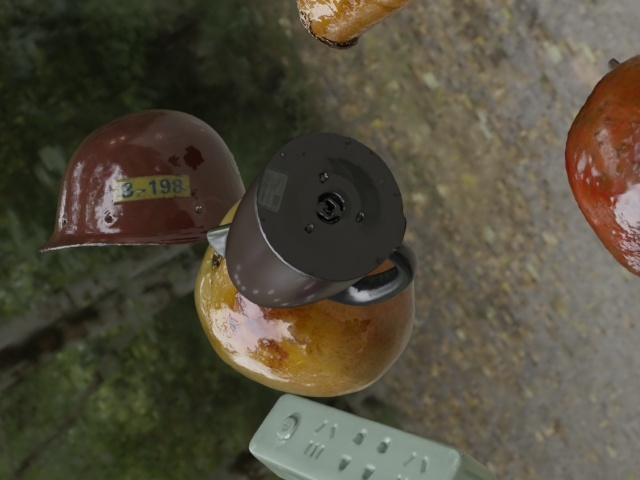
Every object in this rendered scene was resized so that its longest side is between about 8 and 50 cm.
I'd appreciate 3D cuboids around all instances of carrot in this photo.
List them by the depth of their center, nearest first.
[{"bbox_3d":[0.086,-0.430,2.187,0.196,0.196,0.254,57,146,0],"label":"carrot"}]

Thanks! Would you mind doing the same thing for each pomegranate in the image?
[{"bbox_3d":[-0.010,0.073,1.895,0.319,0.319,0.319,52,164,21],"label":"pomegranate"}]

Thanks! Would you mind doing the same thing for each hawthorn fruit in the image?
[{"bbox_3d":[0.329,-0.084,1.295,0.215,0.215,0.249,87,162,-62],"label":"hawthorn fruit"}]

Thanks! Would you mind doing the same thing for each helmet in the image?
[{"bbox_3d":[-0.305,-0.111,2.421,0.337,0.385,0.230,-108,14,-83],"label":"helmet"}]

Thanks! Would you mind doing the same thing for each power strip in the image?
[{"bbox_3d":[0.037,0.235,1.487,0.062,0.091,0.385,40,164,-28],"label":"power strip"}]

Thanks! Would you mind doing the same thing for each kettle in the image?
[{"bbox_3d":[0.000,0.000,1.397,0.202,0.144,0.232,15,163,-12],"label":"kettle"}]
